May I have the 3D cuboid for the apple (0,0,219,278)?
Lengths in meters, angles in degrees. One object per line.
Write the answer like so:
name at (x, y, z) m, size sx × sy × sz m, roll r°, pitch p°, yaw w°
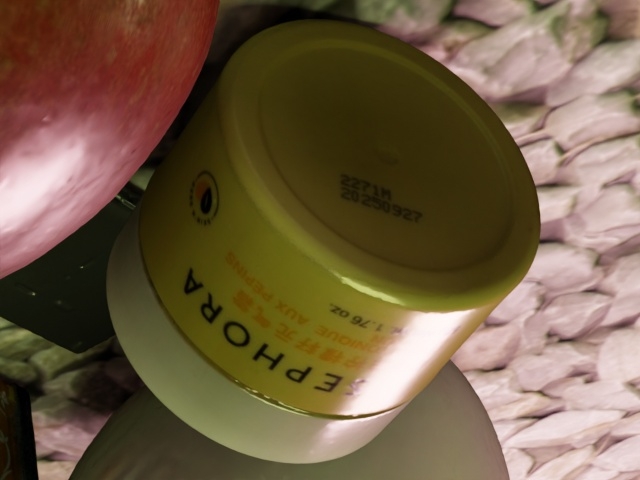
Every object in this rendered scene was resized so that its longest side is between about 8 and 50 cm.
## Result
apple at (-0.222, -0.117, 0.684) m, size 0.348 × 0.348 × 0.277 m, roll 23°, pitch 102°, yaw -40°

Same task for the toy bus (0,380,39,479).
toy bus at (-0.369, 0.194, 1.269) m, size 0.275 × 0.138 × 0.167 m, roll -26°, pitch 142°, yaw 17°

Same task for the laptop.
laptop at (-0.183, 0.008, 1.153) m, size 0.154 × 0.026 × 0.207 m, roll -28°, pitch 142°, yaw 24°

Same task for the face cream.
face cream at (0.000, 0.000, 1.026) m, size 0.218 × 0.218 × 0.179 m, roll 9°, pitch 140°, yaw -28°

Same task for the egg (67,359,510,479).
egg at (-0.009, 0.210, 1.250) m, size 0.354 × 0.354 × 0.340 m, roll 14°, pitch 114°, yaw -33°
